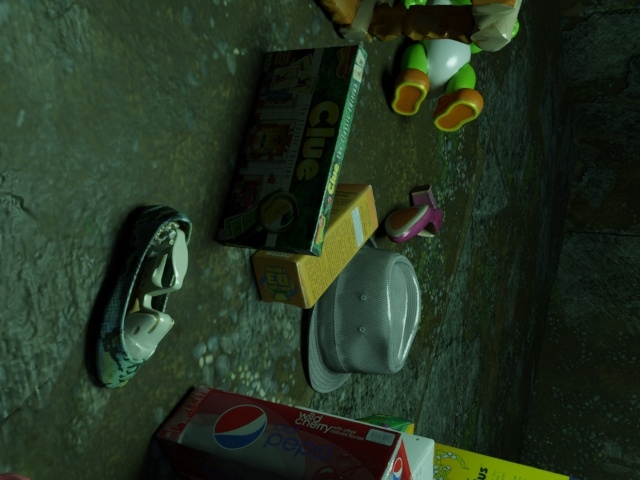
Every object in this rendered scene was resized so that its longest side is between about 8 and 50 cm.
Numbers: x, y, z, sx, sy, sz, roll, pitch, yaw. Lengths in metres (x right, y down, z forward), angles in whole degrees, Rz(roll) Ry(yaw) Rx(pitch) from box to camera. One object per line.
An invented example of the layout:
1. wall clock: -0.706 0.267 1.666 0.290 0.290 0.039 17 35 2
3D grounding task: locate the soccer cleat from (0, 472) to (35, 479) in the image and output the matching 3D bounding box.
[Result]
1. soccer cleat: -0.280 0.291 0.453 0.095 0.083 0.248 74 33 -42

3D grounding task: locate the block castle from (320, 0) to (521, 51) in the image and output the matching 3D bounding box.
1. block castle: 0.092 -0.435 0.759 0.453 0.303 0.212 31 75 -58

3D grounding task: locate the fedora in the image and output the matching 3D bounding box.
1. fedora: 0.084 0.122 1.024 0.244 0.124 0.275 11 85 -61

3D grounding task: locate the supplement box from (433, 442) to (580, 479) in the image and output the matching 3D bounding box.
1. supplement box: 0.390 0.626 1.428 0.195 0.357 0.194 -57 142 -40

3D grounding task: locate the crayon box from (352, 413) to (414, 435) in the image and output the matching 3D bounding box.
1. crayon box: 0.087 0.465 1.138 0.165 0.081 0.278 18 79 -60

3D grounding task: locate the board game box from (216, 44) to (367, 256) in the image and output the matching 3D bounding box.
1. board game box: -0.034 -0.112 0.758 0.030 0.136 0.259 36 63 -59

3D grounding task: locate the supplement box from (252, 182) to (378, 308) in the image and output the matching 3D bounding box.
1. supplement box: 0.000 0.000 0.900 0.233 0.078 0.080 -49 136 -47

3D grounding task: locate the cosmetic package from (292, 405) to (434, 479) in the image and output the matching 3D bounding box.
1. cosmetic package: 0.028 0.380 0.869 0.138 0.224 0.224 -25 117 -58

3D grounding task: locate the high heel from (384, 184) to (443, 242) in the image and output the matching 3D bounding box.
1. high heel: 0.189 -0.018 1.234 0.244 0.082 0.117 -55 131 -62

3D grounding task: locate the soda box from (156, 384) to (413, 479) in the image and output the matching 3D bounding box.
1. soda box: -0.040 0.236 0.677 0.083 0.264 0.092 -54 140 -43

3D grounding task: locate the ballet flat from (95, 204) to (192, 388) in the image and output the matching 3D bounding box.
1. ballet flat: -0.169 0.055 0.619 0.070 0.070 0.188 24 74 -60

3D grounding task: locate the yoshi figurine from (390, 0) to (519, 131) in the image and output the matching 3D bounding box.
1. yoshi figurine: 0.255 -0.399 1.173 0.203 0.203 0.362 48 51 -45
